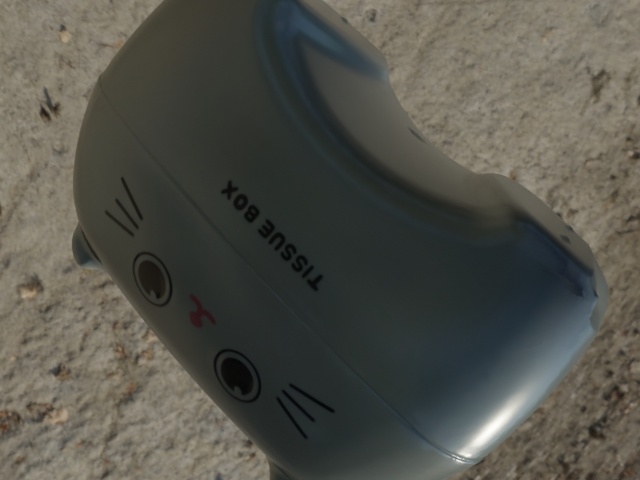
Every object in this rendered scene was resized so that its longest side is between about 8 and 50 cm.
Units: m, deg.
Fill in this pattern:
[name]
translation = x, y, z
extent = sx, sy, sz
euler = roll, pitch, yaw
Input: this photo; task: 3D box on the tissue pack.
[tissue pack]
translation = 0.000, 0.000, 0.470
extent = 0.236, 0.333, 0.229
euler = -48, 167, 18
